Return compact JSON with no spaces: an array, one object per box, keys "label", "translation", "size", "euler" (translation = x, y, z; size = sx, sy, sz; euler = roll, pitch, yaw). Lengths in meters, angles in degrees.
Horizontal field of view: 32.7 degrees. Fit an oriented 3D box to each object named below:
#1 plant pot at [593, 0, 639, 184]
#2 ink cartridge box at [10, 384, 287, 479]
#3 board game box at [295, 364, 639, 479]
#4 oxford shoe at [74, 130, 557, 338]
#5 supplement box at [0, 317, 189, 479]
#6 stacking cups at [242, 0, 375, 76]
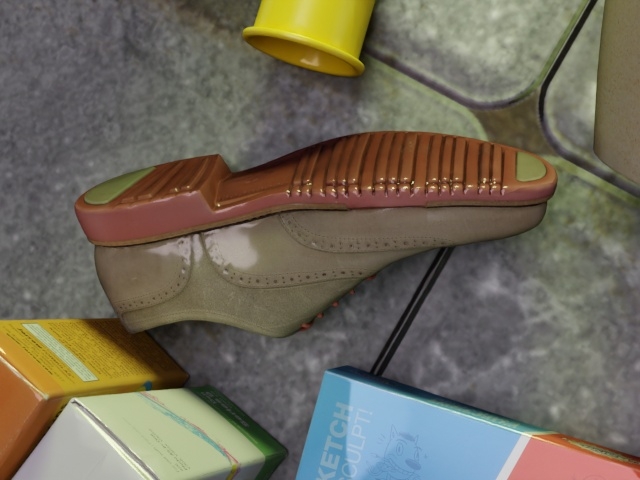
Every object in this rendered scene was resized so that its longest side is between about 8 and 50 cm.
[{"label":"plant pot","translation":[0.278,-0.155,0.658],"size":[0.256,0.256,0.274],"euler":[26,109,17]},{"label":"ink cartridge box","translation":[-0.132,0.188,0.759],"size":[0.093,0.212,0.154],"euler":[39,98,16]},{"label":"board game box","translation":[0.079,0.274,0.765],"size":[0.242,0.064,0.317],"euler":[15,91,17]},{"label":"oxford shoe","translation":[0.000,0.000,0.802],"size":[0.348,0.123,0.130],"euler":[-4,111,16]},{"label":"supplement box","translation":[-0.179,0.106,0.768],"size":[0.080,0.233,0.078],"euler":[38,97,12]},{"label":"stacking cups","translation":[0.033,-0.284,0.815],"size":[0.096,0.096,0.316],"euler":[16,86,17]}]
